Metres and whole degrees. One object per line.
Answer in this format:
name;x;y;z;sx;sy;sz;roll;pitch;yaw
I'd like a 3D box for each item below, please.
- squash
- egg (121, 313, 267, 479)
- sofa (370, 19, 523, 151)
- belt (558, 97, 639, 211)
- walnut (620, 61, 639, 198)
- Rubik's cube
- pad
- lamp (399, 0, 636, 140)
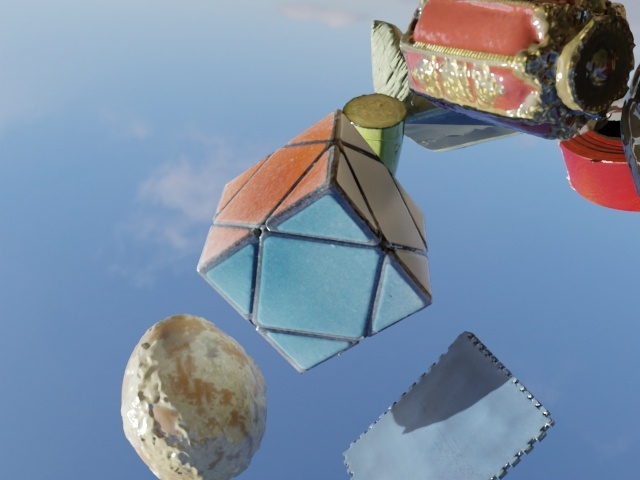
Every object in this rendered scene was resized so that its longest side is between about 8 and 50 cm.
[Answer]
squash;0.073;-0.101;1.084;0.094;0.224;0.094;2;-143;-1
egg;-0.178;0.224;1.003;0.203;0.245;0.203;-18;-175;1
sofa;0.219;-0.258;1.130;0.225;0.176;0.210;-11;163;35
belt;0.554;-0.161;1.250;0.227;0.115;0.323;-39;-150;-21
walnut;0.489;-0.109;0.764;0.305;0.344;0.306;-4;168;-1
Rubik's cube;0.000;0.000;0.898;0.205;0.205;0.207;48;-156;-25
pad;0.147;0.257;0.921;0.012;0.269;0.270;43;-174;-19
lamp;0.215;-0.213;0.819;0.177;0.177;0.274;-3;-159;-33
